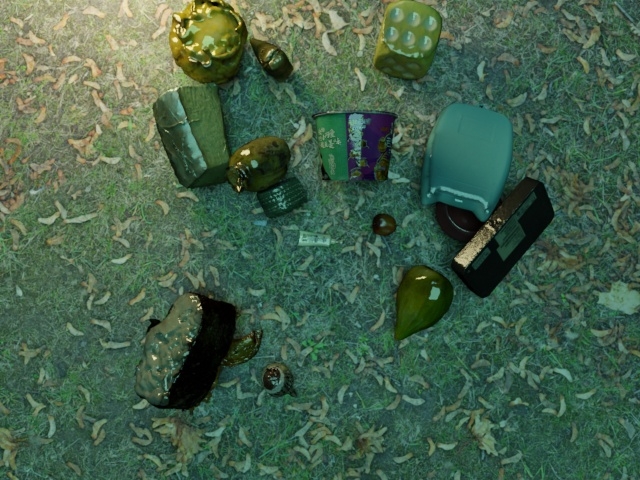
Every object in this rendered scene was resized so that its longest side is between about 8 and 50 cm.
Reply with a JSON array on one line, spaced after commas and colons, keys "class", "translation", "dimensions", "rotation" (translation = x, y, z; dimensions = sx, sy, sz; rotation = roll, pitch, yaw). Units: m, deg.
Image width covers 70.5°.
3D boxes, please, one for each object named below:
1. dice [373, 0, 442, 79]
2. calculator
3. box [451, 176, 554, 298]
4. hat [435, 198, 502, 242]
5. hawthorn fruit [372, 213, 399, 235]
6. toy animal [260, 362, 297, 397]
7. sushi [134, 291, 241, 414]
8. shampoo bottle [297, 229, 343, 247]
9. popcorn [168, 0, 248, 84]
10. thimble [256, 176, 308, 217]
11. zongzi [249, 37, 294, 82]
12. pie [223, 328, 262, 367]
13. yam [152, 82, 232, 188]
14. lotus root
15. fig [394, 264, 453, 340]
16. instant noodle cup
[{"class": "dice", "translation": [0.257, -0.593, 1.350], "dimensions": [0.169, 0.169, 0.166], "rotation": [13, 90, 0]}, {"class": "calculator", "translation": [0.447, -0.259, 1.363], "dimensions": [0.256, 0.054, 0.385], "rotation": [17, 70, 5]}, {"class": "box", "translation": [0.546, -0.002, 1.340], "dimensions": [0.350, 0.058, 0.211], "rotation": [-51, 132, 0]}, {"class": "hat", "translation": [0.451, -0.085, 1.382], "dimensions": [0.206, 0.089, 0.205], "rotation": [0, 77, 0]}, {"class": "hawthorn fruit", "translation": [0.196, -0.048, 1.397], "dimensions": [0.077, 0.077, 0.077], "rotation": [0, 89, 0]}, {"class": "toy animal", "translation": [-0.121, 0.440, 1.380], "dimensions": [0.098, 0.098, 0.137], "rotation": [-44, 90, 0]}, {"class": "sushi", "translation": [-0.393, 0.317, 1.328], "dimensions": [0.235, 0.208, 0.348], "rotation": [27, 88, 41]}, {"class": "shampoo bottle", "translation": [0.000, 0.000, 1.414], "dimensions": [0.141, 0.034, 0.048], "rotation": [6, 82, 0]}, {"class": "popcorn", "translation": [-0.337, -0.594, 1.345], "dimensions": [0.251, 0.190, 0.249], "rotation": [0, 79, 2]}, {"class": "thimble", "translation": [-0.117, -0.131, 1.371], "dimensions": [0.135, 0.118, 0.090], "rotation": [-28, 105, -16]}, {"class": "zongzi", "translation": [-0.166, -0.569, 1.357], "dimensions": [0.078, 0.160, 0.176], "rotation": [-43, 91, 4]}, {"class": "pie", "translation": [-0.259, 0.346, 1.413], "dimensions": [0.191, 0.033, 0.088], "rotation": [-20, 97, 2]}, {"class": "yam", "translation": [-0.368, -0.295, 1.341], "dimensions": [0.202, 0.203, 0.271], "rotation": [-24, 89, 43]}, {"class": "lotus root", "translation": [-0.191, -0.215, 1.310], "dimensions": [0.154, 0.278, 0.153], "rotation": [17, 128, 23]}, {"class": "fig", "translation": [0.309, 0.186, 1.354], "dimensions": [0.167, 0.167, 0.233], "rotation": [6, 112, 0]}, {"class": "instant noodle cup", "translation": [0.099, -0.268, 1.324], "dimensions": [0.252, 0.251, 0.189], "rotation": [0, 98, 0]}]
